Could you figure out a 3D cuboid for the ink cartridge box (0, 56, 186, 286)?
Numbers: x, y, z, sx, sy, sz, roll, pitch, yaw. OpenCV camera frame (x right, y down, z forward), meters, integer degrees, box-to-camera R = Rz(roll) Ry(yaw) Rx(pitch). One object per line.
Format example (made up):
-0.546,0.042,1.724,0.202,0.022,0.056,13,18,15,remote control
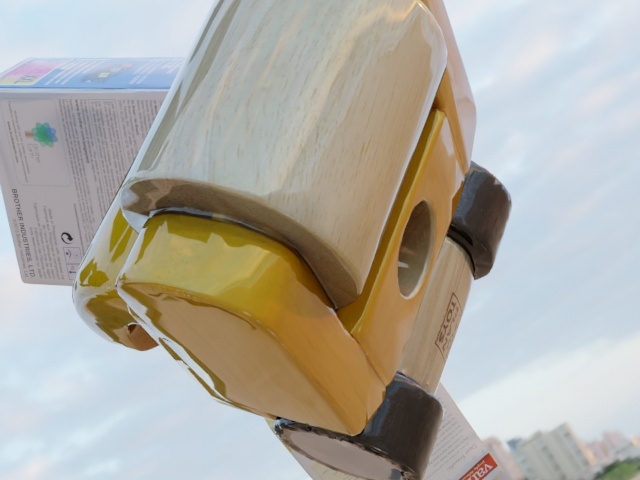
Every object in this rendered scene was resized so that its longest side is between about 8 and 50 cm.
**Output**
-0.181,-0.080,1.262,0.396,0.270,0.151,3,28,15,ink cartridge box

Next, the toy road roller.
-0.044,-0.009,0.589,0.329,0.241,0.202,62,-135,-57,toy road roller

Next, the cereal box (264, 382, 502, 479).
0.071,0.220,1.121,0.173,0.047,0.240,-37,-63,-5,cereal box
